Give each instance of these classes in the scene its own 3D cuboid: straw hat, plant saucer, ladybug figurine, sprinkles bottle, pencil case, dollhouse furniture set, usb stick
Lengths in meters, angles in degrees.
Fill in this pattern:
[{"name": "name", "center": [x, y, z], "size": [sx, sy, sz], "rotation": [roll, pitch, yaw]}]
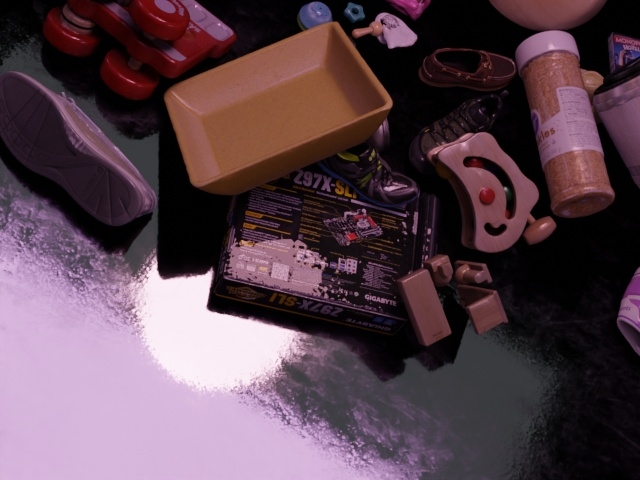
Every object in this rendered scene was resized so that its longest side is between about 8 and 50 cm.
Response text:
[{"name": "straw hat", "center": [0.541, -0.308, 2.037], "size": [0.144, 0.061, 0.145], "rotation": [7, 63, -15]}, {"name": "plant saucer", "center": [-0.072, -0.207, 1.668], "size": [0.332, 0.081, 0.333], "rotation": [-23, 38, -2]}, {"name": "ladybug figurine", "center": [0.457, -0.613, 2.049], "size": [0.161, 0.305, 0.450], "rotation": [16, 54, -52]}, {"name": "sprinkles bottle", "center": [0.466, -0.225, 1.938], "size": [0.121, 0.121, 0.356], "rotation": [0, 66, -18]}, {"name": "pencil case", "center": [0.120, -0.511, 1.978], "size": [0.209, 0.095, 0.098], "rotation": [28, 25, -2]}, {"name": "dollhouse furniture set", "center": [0.196, 0.096, 1.680], "size": [0.151, 0.123, 0.144], "rotation": [-25, 101, -18]}, {"name": "usb stick", "center": [0.179, 0.049, 1.744], "size": [0.045, 0.077, 0.278], "rotation": [0, 62, 15]}]

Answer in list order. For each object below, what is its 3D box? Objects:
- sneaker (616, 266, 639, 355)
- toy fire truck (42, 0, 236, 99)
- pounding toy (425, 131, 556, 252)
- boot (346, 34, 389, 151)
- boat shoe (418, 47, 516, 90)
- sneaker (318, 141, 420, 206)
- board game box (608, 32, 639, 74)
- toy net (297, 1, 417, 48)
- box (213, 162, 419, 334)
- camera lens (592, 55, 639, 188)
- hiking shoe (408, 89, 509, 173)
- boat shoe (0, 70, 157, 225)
[{"name": "sneaker", "center": [0.669, 0.183, 1.833], "size": [0.282, 0.102, 0.161], "rotation": [28, 63, 9]}, {"name": "toy fire truck", "center": [-0.318, -0.400, 1.760], "size": [0.302, 0.169, 0.254], "rotation": [38, 34, 3]}, {"name": "pounding toy", "center": [0.289, -0.070, 1.825], "size": [0.154, 0.155, 0.269], "rotation": [-44, 101, -5]}, {"name": "boot", "center": [0.017, -0.250, 1.841], "size": [0.161, 0.083, 0.247], "rotation": [-20, 73, -12]}, {"name": "boat shoe", "center": [0.296, -0.336, 1.964], "size": [0.206, 0.073, 0.073], "rotation": [-6, 67, -22]}, {"name": "sneaker", "center": [0.082, -0.119, 1.699], "size": [0.188, 0.078, 0.067], "rotation": [29, 55, -2]}, {"name": "board game box", "center": [0.684, -0.359, 2.109], "size": [0.194, 0.060, 0.194], "rotation": [11, 62, -13]}, {"name": "toy net", "center": [0.075, -0.429, 1.953], "size": [0.232, 0.045, 0.122], "rotation": [17, 60, -12]}, {"name": "box", "center": [0.000, 0.000, 1.704], "size": [0.321, 0.079, 0.257], "rotation": [13, 60, -12]}, {"name": "camera lens", "center": [0.666, -0.222, 1.921], "size": [0.219, 0.219, 0.274], "rotation": [-32, 96, -28]}, {"name": "hiking shoe", "center": [0.252, -0.210, 1.864], "size": [0.086, 0.114, 0.227], "rotation": [46, 61, 7]}, {"name": "boat shoe", "center": [-0.400, -0.149, 1.635], "size": [0.320, 0.103, 0.118], "rotation": [40, 105, 6]}]
